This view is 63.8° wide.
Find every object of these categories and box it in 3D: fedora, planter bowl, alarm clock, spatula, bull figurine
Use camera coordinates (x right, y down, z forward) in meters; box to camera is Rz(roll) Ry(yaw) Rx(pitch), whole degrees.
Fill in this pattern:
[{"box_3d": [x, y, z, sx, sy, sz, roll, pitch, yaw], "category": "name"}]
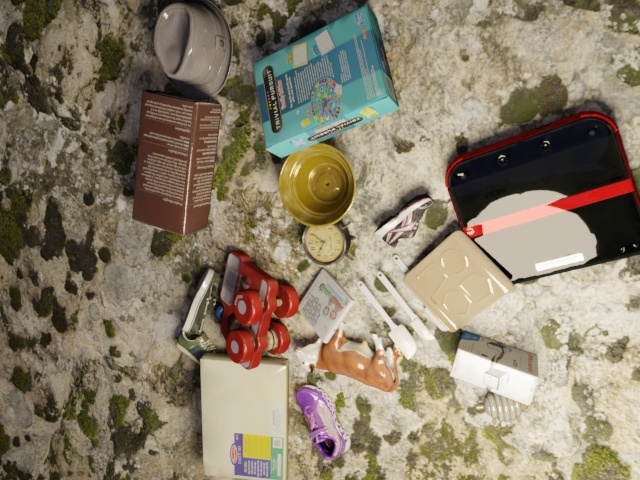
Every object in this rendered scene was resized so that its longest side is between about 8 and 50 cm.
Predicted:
[{"box_3d": [-0.371, -0.535, 1.417, 0.243, 0.124, 0.276, 19, 108, 18], "category": "fedora"}, {"box_3d": [0.005, -0.148, 1.364, 0.217, 0.090, 0.217, 4, 100, 22], "category": "planter bowl"}, {"box_3d": [0.000, 0.000, 1.415, 0.191, 0.064, 0.130, 0, 102, 20], "category": "alarm clock"}, {"box_3d": [0.223, 0.167, 1.363, 0.168, 0.019, 0.242, -38, 79, 8], "category": "spatula"}, {"box_3d": [0.079, 0.310, 1.430, 0.310, 0.101, 0.189, 15, 105, 19], "category": "bull figurine"}]

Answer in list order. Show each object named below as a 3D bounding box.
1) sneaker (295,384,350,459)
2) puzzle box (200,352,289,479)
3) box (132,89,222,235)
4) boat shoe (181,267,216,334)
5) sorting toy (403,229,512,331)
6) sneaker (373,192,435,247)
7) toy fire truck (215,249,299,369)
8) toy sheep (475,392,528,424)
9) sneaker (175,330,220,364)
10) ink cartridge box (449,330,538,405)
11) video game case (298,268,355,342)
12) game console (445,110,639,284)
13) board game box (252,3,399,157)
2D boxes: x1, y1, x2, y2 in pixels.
[{"box_3d": [-0.002, 0.542, 1.514, 0.095, 0.104, 0.236, -32, 87, 26], "category": "sneaker"}, {"box_3d": [-0.236, 0.557, 1.608, 0.271, 0.052, 0.409, 3, 103, 6], "category": "puzzle box"}, {"box_3d": [-0.419, -0.225, 1.500, 0.191, 0.143, 0.382, 17, 106, 18], "category": "box"}, {"box_3d": [-0.365, 0.191, 1.610, 0.070, 0.078, 0.219, 20, 101, -18], "category": "boat shoe"}, {"box_3d": [0.340, 0.103, 1.288, 0.193, 0.038, 0.208, 47, 122, 8], "category": "sorting toy"}, {"box_3d": [0.227, -0.048, 1.318, 0.077, 0.072, 0.178, 48, 123, -7], "category": "sneaker"}, {"box_3d": [-0.216, 0.208, 1.516, 0.253, 0.169, 0.302, 32, 116, 41], "category": "toy fire truck"}, {"box_3d": [0.462, 0.421, 1.306, 0.132, 0.091, 0.091, -12, 97, 6], "category": "toy sheep"}, {"box_3d": [-0.379, 0.340, 1.646, 0.192, 0.064, 0.086, 26, 113, 17], "category": "sneaker"}, {"box_3d": [0.428, 0.309, 1.264, 0.190, 0.139, 0.082, 16, 105, 18], "category": "ink cartridge box"}, {"box_3d": [0.012, 0.178, 1.419, 0.143, 0.019, 0.157, -57, 45, 12], "category": "video game case"}, {"box_3d": [0.513, -0.084, 1.196, 0.386, 0.060, 0.342, -18, 100, 26], "category": "game console"}, {"box_3d": [0.004, -0.386, 1.276, 0.335, 0.079, 0.254, -18, 73, 25], "category": "board game box"}]
